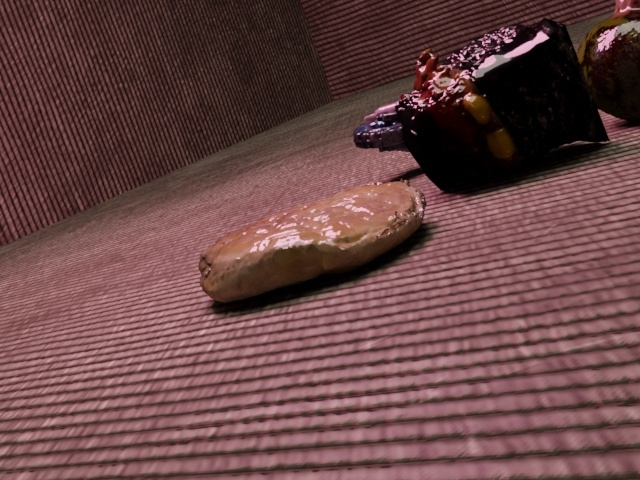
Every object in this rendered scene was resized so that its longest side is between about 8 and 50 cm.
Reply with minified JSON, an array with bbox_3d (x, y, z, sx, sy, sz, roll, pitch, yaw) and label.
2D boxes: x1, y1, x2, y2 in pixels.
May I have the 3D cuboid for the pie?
[{"bbox_3d":[-0.001,-0.003,0.830,0.218,0.052,0.185,-23,9,-27],"label":"pie"}]

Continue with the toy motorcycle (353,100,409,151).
[{"bbox_3d":[0.172,-0.159,1.198,0.239,0.108,0.204,8,21,10],"label":"toy motorcycle"}]

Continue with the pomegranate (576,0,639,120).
[{"bbox_3d":[0.344,-0.204,0.988,0.163,0.125,0.138,-62,-5,12],"label":"pomegranate"}]

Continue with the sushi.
[{"bbox_3d":[0.160,-0.130,0.956,0.150,0.153,0.172,-39,35,-6],"label":"sushi"}]
